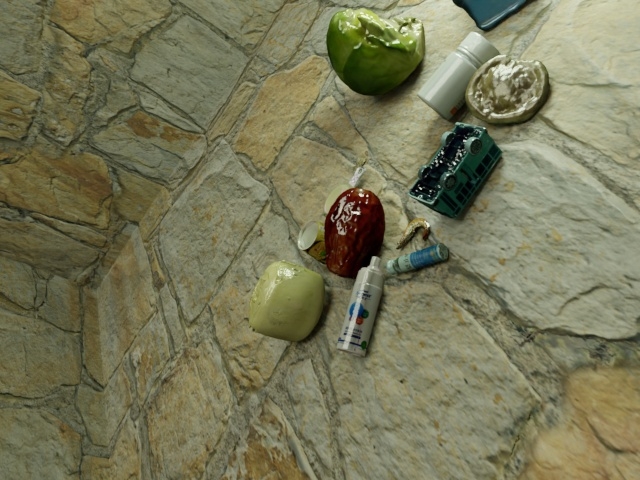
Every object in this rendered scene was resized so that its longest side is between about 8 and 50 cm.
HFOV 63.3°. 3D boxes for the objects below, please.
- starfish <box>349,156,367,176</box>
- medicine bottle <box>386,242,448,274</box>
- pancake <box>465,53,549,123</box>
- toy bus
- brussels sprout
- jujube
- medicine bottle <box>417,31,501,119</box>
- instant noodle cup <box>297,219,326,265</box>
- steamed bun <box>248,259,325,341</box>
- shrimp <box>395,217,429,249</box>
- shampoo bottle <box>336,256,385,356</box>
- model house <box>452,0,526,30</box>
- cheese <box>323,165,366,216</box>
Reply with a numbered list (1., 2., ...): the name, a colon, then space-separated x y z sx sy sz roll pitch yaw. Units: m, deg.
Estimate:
1. starfish: 0.146 -0.278 1.946 0.086 0.016 0.092 -40 35 30
2. medicine bottle: 0.281 0.057 1.515 0.191 0.051 0.051 -22 50 41
3. pancake: 0.532 -0.436 1.491 0.222 0.042 0.236 -49 57 13
4. toy bus: 0.383 -0.191 1.474 0.256 0.147 0.128 -55 34 0
5. brussels sprout: 0.204 -0.709 1.939 0.372 0.314 0.275 9 41 18
6. jujube: 0.104 -0.024 1.674 0.197 0.197 0.290 19 97 55
7. medicine bottle: 0.435 -0.516 1.636 0.252 0.145 0.144 -51 36 19
8. instant noodle cup: 0.000 0.000 1.845 0.151 0.122 0.151 -34 41 36
9. steamed bun: -0.110 0.213 1.745 0.166 0.232 0.272 16 81 60
10. shrimp: 0.281 -0.012 1.585 0.127 0.025 0.091 -50 38 11
11. shampoo bottle: 0.132 0.194 1.574 0.092 0.092 0.303 -1 66 51
12. model house: 0.557 -0.892 1.690 0.237 0.216 0.303 -26 44 41
13. cheese: 0.096 -0.169 1.892 0.227 0.064 0.137 -59 38 5
